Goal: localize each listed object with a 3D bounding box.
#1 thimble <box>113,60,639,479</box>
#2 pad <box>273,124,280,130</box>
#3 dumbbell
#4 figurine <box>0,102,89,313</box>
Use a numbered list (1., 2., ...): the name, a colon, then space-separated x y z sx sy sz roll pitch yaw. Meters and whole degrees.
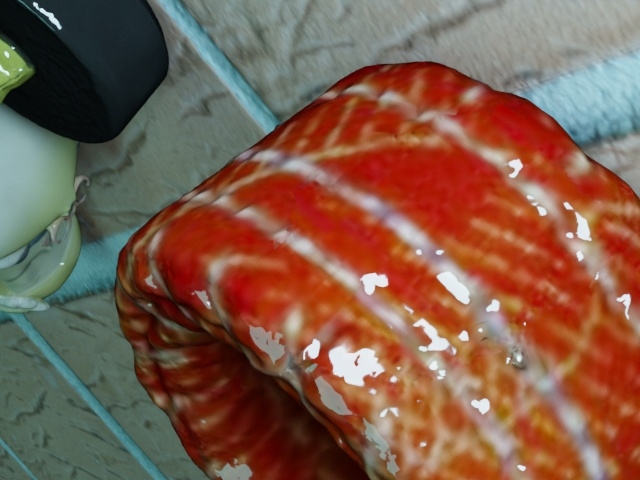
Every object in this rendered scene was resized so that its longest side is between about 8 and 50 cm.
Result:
1. thimble: 0.062 0.077 1.179 0.350 0.230 0.350 40 158 19
2. pad: 0.000 0.000 1.455 0.143 0.003 0.211 44 159 7
3. dumbbell: -0.273 -0.069 1.369 0.204 0.322 0.204 32 159 14
4. figurine: -0.315 -0.052 1.711 0.274 0.226 0.394 24 166 17
